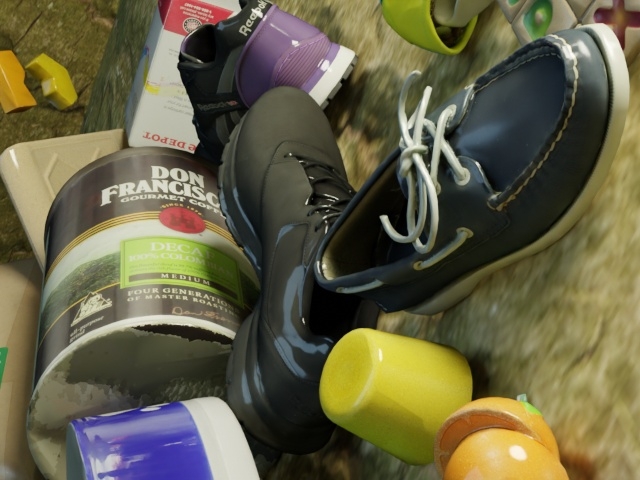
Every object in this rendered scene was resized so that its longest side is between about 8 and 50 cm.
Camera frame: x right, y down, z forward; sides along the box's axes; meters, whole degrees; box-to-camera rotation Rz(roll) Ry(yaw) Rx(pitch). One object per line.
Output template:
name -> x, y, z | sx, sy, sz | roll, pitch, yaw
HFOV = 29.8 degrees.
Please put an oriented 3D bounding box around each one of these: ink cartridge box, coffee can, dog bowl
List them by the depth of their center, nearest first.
dog bowl -> -0.103, 0.243, 0.807 | 0.265, 0.104, 0.265 | 174, 90, -73
coffee can -> -0.140, 0.072, 1.030 | 0.275, 0.201, 0.201 | -105, 34, -56
ink cartridge box -> -0.131, -0.185, 1.326 | 0.127, 0.128, 0.176 | -114, 42, -64

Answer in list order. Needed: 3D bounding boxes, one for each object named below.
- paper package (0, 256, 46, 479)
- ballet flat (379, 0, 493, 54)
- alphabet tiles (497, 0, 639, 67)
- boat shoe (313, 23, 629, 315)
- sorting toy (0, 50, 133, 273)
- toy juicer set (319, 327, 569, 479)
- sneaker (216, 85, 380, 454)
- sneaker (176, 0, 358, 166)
paper package -> -0.294, 0.226, 1.216 | 0.325, 0.168, 0.309 | -97, -10, -50
ballet flat -> 0.105, -0.217, 0.741 | 0.077, 0.077, 0.231 | 53, 133, 41
alphabet tiles -> 0.145, -0.206, 0.591 | 0.237, 0.009, 0.198 | -59, 42, 43
boat shoe -> 0.070, -0.032, 0.648 | 0.254, 0.079, 0.095 | 136, 135, -59
sorting toy -> -0.250, -0.053, 1.271 | 0.041, 0.229, 0.307 | -23, 91, 26
toy juicer set -> 0.034, 0.215, 0.587 | 0.209, 0.089, 0.329 | 15, 82, 60
sneaker -> 0.000, 0.000, 0.850 | 0.130, 0.109, 0.286 | -45, 43, 47
sneaker -> -0.075, -0.143, 1.090 | 0.107, 0.124, 0.283 | -58, 12, -25
